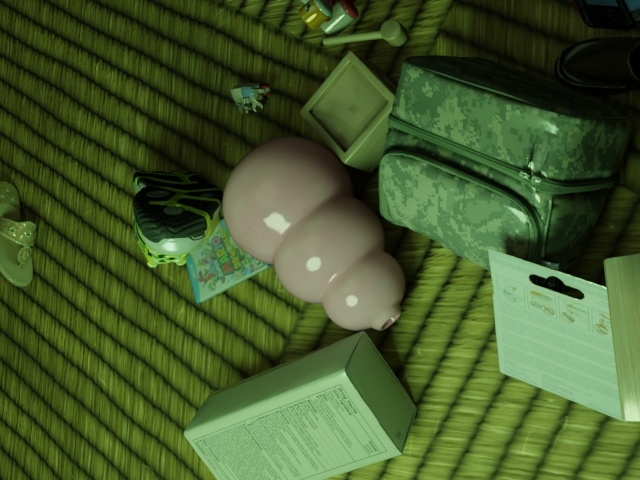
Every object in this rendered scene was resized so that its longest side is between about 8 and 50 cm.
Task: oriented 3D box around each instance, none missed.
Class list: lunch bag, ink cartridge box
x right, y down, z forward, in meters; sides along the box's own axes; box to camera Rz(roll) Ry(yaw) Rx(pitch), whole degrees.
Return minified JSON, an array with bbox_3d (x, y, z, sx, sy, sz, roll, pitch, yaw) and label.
[{"bbox_3d":[0.235,-0.091,1.255,0.305,0.213,0.255,28,116,34],"label":"lunch bag"},{"bbox_3d":[0.312,0.109,1.172,0.189,0.066,0.232,20,136,35],"label":"ink cartridge box"}]

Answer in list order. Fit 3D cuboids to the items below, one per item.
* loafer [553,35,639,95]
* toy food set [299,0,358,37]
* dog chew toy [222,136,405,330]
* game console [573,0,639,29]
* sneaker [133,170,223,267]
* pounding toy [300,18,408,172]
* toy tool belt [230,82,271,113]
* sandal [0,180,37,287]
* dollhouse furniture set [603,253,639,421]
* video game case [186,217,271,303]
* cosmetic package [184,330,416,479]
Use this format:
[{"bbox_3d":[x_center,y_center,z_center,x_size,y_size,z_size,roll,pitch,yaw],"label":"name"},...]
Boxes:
[{"bbox_3d":[0.409,-0.239,1.224,0.220,0.078,0.080,4,86,34],"label":"loafer"},{"bbox_3d":[0.023,-0.418,1.481,0.104,0.111,0.232,-38,33,24],"label":"toy food set"},{"bbox_3d":[0.000,0.000,1.404,0.206,0.207,0.331,-47,69,20],"label":"dog chew toy"},{"bbox_3d":[0.397,-0.365,1.250,0.085,0.124,0.144,-44,58,52],"label":"game console"},{"bbox_3d":[-0.236,-0.021,1.527,0.384,0.145,0.147,-128,38,-74],"label":"sneaker"},{"bbox_3d":[0.075,-0.243,1.442,0.206,0.094,0.181,-49,60,17],"label":"pounding toy"},{"bbox_3d":[-0.115,-0.244,1.604,0.083,0.052,0.051,6,118,38],"label":"toy tool belt"},{"bbox_3d":[-0.615,-0.029,1.883,0.079,0.088,0.240,-35,61,32],"label":"sandal"},{"bbox_3d":[0.532,0.084,0.947,0.394,0.257,0.361,-11,77,35],"label":"dollhouse furniture set"},{"bbox_3d":[-0.167,0.024,1.616,0.166,0.015,0.119,-28,69,28],"label":"video game case"},{"bbox_3d":[-0.032,0.272,1.396,0.310,0.113,0.160,-25,107,28],"label":"cosmetic package"}]
